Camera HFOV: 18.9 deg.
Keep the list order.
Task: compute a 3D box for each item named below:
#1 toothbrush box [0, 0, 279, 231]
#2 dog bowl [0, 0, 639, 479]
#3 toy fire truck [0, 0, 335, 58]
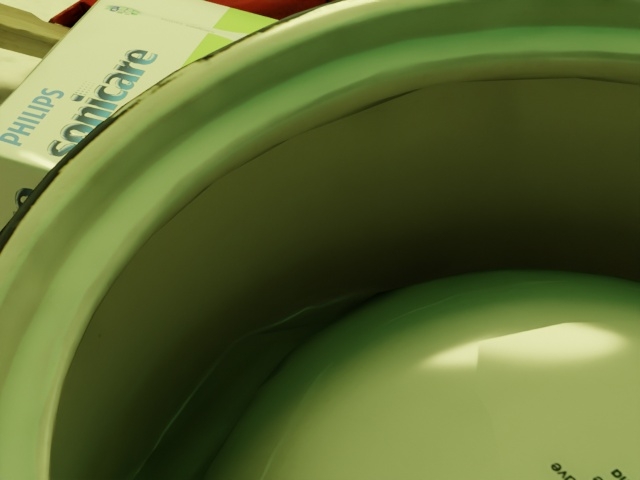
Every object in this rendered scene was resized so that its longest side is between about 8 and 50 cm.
[{"bbox_3d":[0.000,0.000,0.876,0.283,0.122,0.206,17,30,5],"label":"toothbrush box"},{"bbox_3d":[0.088,0.108,0.586,0.408,0.150,0.408,3,51,-4],"label":"dog bowl"},{"bbox_3d":[-0.083,-0.125,1.050,0.246,0.158,0.217,-36,34,-23],"label":"toy fire truck"}]
